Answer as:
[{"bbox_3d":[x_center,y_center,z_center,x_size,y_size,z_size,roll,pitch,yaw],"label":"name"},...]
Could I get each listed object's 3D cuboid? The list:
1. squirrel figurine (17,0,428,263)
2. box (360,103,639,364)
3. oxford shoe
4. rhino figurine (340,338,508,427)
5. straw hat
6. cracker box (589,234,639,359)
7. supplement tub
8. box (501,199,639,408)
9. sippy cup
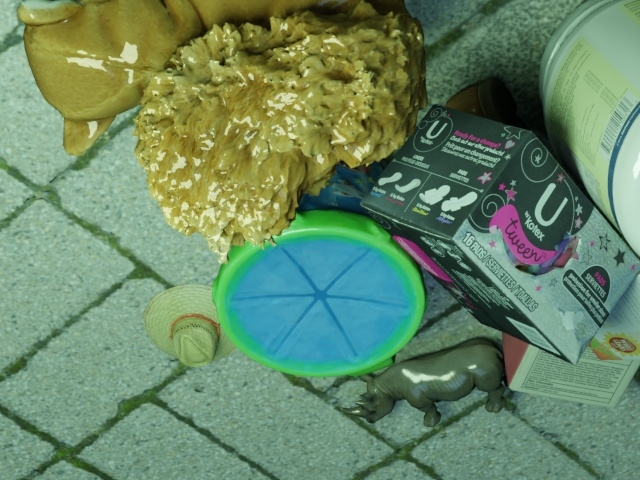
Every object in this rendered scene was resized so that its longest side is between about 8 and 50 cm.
[{"bbox_3d":[-0.100,-0.182,1.438,0.370,0.397,0.281,-11,136,-4],"label":"squirrel figurine"},{"bbox_3d":[0.194,-0.008,1.557,0.247,0.163,0.142,42,78,-37],"label":"box"},{"bbox_3d":[0.214,-0.097,1.745,0.076,0.076,0.212,-15,122,29],"label":"oxford shoe"},{"bbox_3d":[0.141,0.193,1.987,0.243,0.073,0.106,-16,134,13],"label":"rhino figurine"},{"bbox_3d":[-0.162,0.129,1.928,0.144,0.061,0.144,-1,132,-1],"label":"straw hat"},{"bbox_3d":[0.380,0.063,1.651,0.232,0.067,0.155,-4,138,44],"label":"cracker box"},{"bbox_3d":[0.366,-0.120,1.525,0.235,0.325,0.235,-4,116,-9],"label":"supplement tub"},{"bbox_3d":[0.334,0.079,1.856,0.149,0.127,0.232,11,130,-9],"label":"box"},{"bbox_3d":[0.000,0.000,1.713,0.240,0.224,0.305,7,131,-6],"label":"sippy cup"}]
